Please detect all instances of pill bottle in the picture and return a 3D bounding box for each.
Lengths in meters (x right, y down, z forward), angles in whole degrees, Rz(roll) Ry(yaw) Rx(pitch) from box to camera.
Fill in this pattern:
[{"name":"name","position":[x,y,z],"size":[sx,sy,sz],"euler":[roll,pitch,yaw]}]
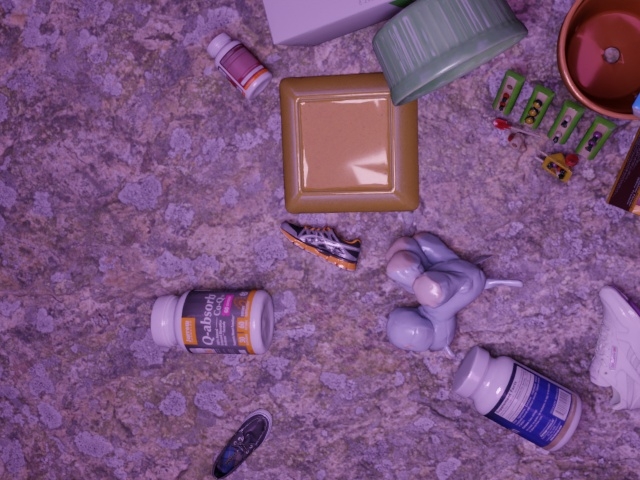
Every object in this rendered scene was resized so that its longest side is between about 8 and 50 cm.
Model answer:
[{"name":"pill bottle","position":[-0.194,-0.416,1.481],"size":[0.086,0.086,0.152],"euler":[-44,90,13]},{"name":"pill bottle","position":[-0.266,0.202,1.555],"size":[0.279,0.162,0.162],"euler":[-1,99,10]},{"name":"pill bottle","position":[0.454,0.364,1.462],"size":[0.265,0.153,0.153],"euler":[29,103,5]}]

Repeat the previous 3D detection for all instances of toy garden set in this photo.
[{"name":"toy garden set","position":[0.475,-0.231,1.350],"size":[0.244,0.204,0.049],"euler":[33,67,15]}]

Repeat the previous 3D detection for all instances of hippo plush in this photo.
[{"name":"hippo plush","position":[0.253,0.133,1.463],"size":[0.294,0.234,0.236],"euler":[-2,124,-31]}]

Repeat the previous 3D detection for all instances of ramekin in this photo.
[{"name":"ramekin","position":[0.255,-0.416,1.293],"size":[0.303,0.303,0.148],"euler":[-27,93,13]}]

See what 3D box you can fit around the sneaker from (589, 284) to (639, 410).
[{"name":"sneaker","position":[0.679,0.253,1.424],"size":[0.152,0.114,0.305],"euler":[-20,95,11]}]

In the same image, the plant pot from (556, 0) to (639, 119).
[{"name":"plant pot","position":[0.623,-0.392,1.284],"size":[0.291,0.203,0.290],"euler":[1,99,9]}]

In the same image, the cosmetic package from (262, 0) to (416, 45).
[{"name":"cosmetic package","position":[0.075,-0.538,1.314],"size":[0.366,0.197,0.155],"euler":[-12,99,30]}]

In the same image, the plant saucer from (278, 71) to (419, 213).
[{"name":"plant saucer","position":[0.063,-0.226,1.471],"size":[0.333,0.081,0.332],"euler":[-1,98,10]}]

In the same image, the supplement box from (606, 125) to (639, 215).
[{"name":"supplement box","position":[0.726,-0.135,1.312],"size":[0.129,0.194,0.191],"euler":[20,102,6]}]

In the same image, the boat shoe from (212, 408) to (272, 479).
[{"name":"boat shoe","position":[-0.211,0.542,1.644],"size":[0.080,0.076,0.228],"euler":[43,103,1]}]

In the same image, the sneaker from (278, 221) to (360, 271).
[{"name":"sneaker","position":[0.000,0.000,1.525],"size":[0.215,0.084,0.083],"euler":[25,89,1]}]

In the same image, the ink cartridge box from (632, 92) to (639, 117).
[{"name":"ink cartridge box","position":[0.686,-0.311,1.122],"size":[0.134,0.078,0.231],"euler":[33,104,25]}]
